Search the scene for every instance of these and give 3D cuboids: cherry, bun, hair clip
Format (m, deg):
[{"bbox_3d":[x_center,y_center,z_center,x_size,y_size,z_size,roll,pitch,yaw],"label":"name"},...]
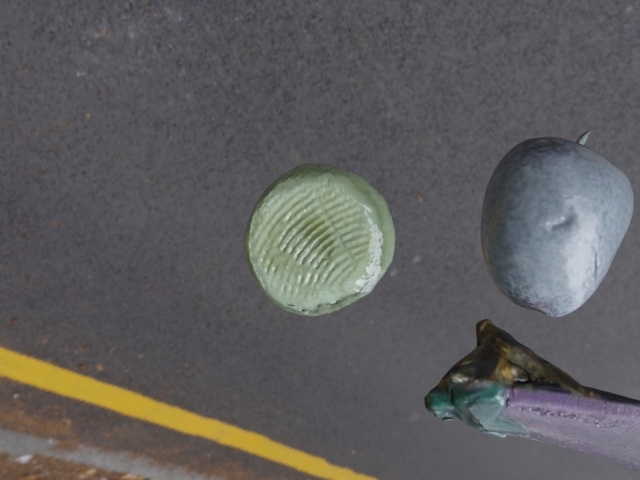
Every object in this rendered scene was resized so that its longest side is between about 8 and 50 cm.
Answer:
[{"bbox_3d":[0.356,-0.033,1.300,0.218,0.296,0.255,12,171,7],"label":"cherry"},{"bbox_3d":[0.000,0.000,1.090,0.195,0.195,0.118,-28,178,10],"label":"bun"},{"bbox_3d":[0.264,0.157,0.658,0.095,0.359,0.110,-49,160,-65],"label":"hair clip"}]
